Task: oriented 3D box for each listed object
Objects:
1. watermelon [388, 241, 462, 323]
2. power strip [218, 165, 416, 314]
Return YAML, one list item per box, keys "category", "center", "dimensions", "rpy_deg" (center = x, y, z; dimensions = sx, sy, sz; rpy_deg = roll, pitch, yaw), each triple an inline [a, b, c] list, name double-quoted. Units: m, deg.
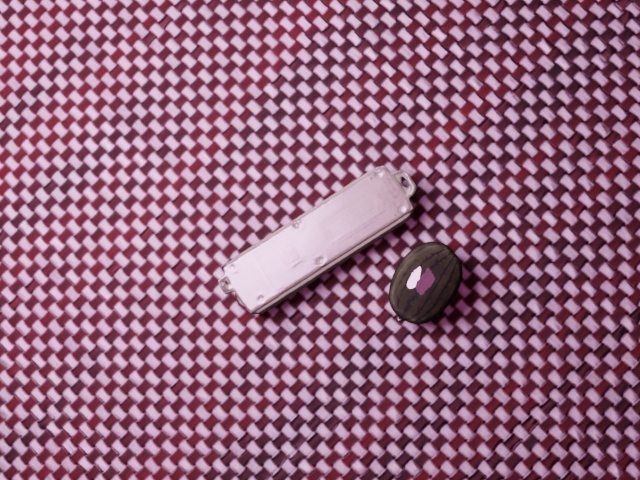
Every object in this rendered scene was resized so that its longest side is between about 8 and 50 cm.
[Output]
- category: "watermelon"
  center: [0.126, 0.054, 1.077]
  dimensions: [0.078, 0.078, 0.110]
  rpy_deg: [31, 89, 8]
- category: "power strip"
  center: [0.000, -0.001, 1.109]
  dimensions: [0.272, 0.052, 0.078]
  rpy_deg: [-33, 82, 1]
